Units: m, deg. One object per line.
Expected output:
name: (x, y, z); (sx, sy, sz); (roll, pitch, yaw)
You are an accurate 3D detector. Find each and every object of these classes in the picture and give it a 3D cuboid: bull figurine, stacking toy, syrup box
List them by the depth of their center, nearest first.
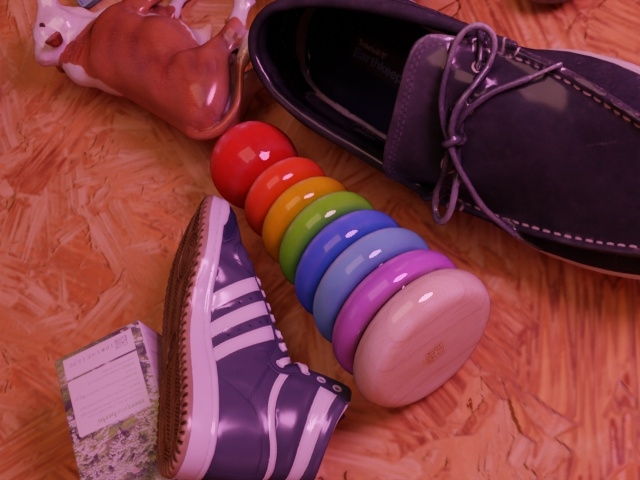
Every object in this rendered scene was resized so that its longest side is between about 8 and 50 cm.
syrup box: (-0.154, 0.203, 0.934); (0.093, 0.096, 0.237); (-26, 61, 8)
stacking toy: (0.000, 0.000, 0.967); (0.141, 0.141, 0.330); (-43, 55, -4)
bull figurine: (-0.175, -0.214, 1.133); (0.310, 0.101, 0.188); (34, 78, 29)

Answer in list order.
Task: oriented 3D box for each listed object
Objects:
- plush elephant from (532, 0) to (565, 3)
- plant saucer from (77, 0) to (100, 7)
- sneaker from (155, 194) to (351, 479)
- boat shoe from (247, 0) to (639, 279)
plush elephant: (0.289, -0.433, 1.003); (0.271, 0.330, 0.255); (-14, 44, 20)
plant saucer: (-0.304, -0.360, 1.292); (0.067, 0.018, 0.192); (-36, 61, 0)
sneaker: (-0.058, 0.092, 0.932); (0.153, 0.099, 0.282); (14, 50, -19)
boat shoe: (0.130, -0.104, 0.915); (0.500, 0.156, 0.187); (33, 119, 32)
